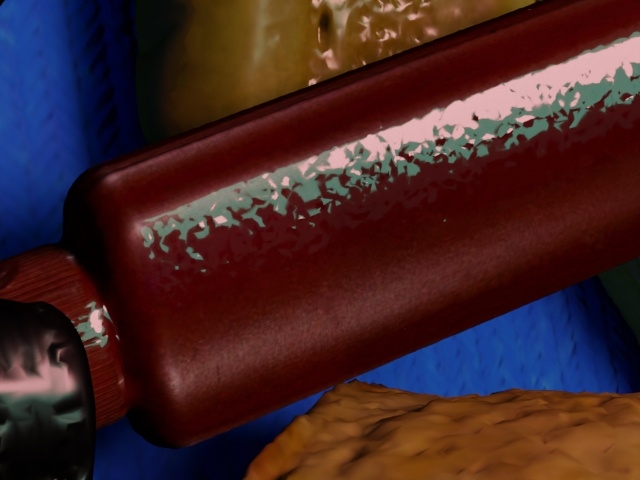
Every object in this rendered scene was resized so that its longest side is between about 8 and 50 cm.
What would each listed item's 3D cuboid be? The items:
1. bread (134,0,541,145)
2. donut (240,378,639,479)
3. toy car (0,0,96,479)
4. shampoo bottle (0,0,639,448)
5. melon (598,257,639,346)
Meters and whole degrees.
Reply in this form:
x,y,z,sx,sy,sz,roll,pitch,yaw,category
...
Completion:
x,y,z,sx,sy,sz,roll,pitch,yaw,category
0.005,-0.196,0.663,0.166,0.112,0.383,-4,98,-27,bread
0.094,0.221,0.582,0.435,0.163,0.377,-7,85,-66,donut
-0.167,-0.006,0.459,0.193,0.118,0.301,-2,83,-38,toy car
0.000,0.000,0.597,0.260,0.064,0.102,-22,123,-19,shampoo bottle
0.157,-0.035,0.823,0.124,0.196,0.323,-45,128,-17,melon
